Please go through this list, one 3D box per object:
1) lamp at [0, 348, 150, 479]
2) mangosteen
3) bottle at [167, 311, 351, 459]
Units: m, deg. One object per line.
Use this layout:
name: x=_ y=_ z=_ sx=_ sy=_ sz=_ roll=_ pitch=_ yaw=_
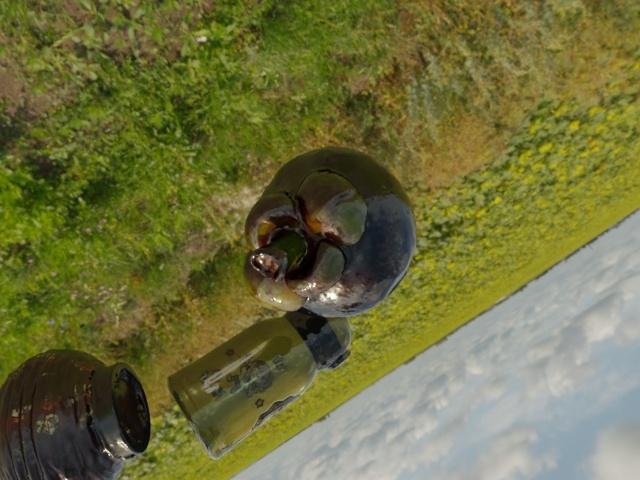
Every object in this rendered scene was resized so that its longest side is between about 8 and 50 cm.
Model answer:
lamp: x=-0.386 y=0.283 z=0.714 sx=0.247 sy=0.247 sz=0.247 roll=-30 pitch=162 yaw=-11
mangosteen: x=0.003 y=0.002 z=0.713 sx=0.288 sy=0.233 sz=0.287 roll=-30 pitch=-158 yaw=14
bottle: x=-0.096 y=0.238 z=0.914 sx=0.351 sy=0.171 sz=0.171 roll=-31 pitch=162 yaw=-20
